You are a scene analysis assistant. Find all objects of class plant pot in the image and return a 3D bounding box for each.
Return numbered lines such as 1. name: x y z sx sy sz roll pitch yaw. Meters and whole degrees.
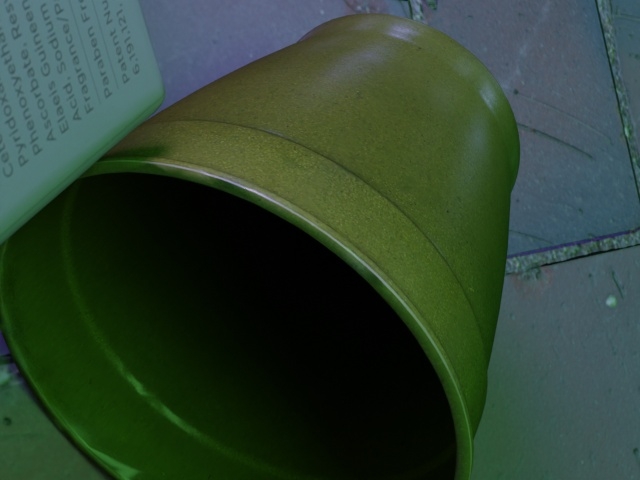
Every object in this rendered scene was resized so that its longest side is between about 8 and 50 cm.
1. plant pot: 0.000 0.000 0.889 0.366 0.366 0.353 53 43 -17

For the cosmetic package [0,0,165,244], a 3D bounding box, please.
1. cosmetic package: -0.334 -0.125 0.520 0.393 0.329 0.327 -55 139 -52
